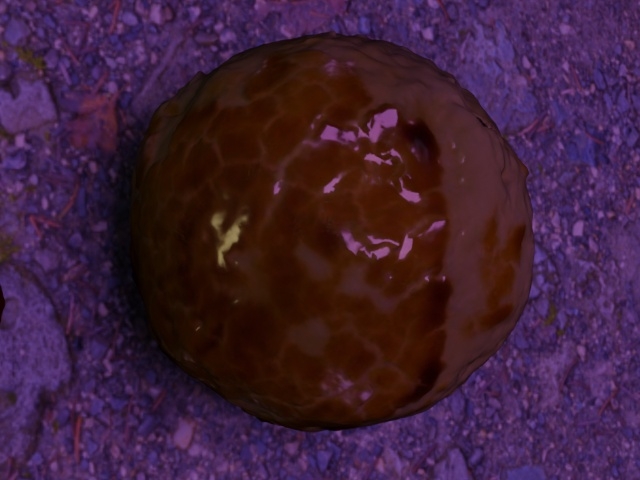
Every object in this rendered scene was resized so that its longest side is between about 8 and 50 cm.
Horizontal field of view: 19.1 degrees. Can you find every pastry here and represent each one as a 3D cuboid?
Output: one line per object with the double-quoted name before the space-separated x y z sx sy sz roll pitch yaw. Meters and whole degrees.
"pastry" 0.000 0.000 1.742 0.388 0.388 0.312 58 22 -12

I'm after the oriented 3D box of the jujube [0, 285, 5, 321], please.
"jujube" -0.371 0.115 1.628 0.190 0.190 0.255 45 46 -19
